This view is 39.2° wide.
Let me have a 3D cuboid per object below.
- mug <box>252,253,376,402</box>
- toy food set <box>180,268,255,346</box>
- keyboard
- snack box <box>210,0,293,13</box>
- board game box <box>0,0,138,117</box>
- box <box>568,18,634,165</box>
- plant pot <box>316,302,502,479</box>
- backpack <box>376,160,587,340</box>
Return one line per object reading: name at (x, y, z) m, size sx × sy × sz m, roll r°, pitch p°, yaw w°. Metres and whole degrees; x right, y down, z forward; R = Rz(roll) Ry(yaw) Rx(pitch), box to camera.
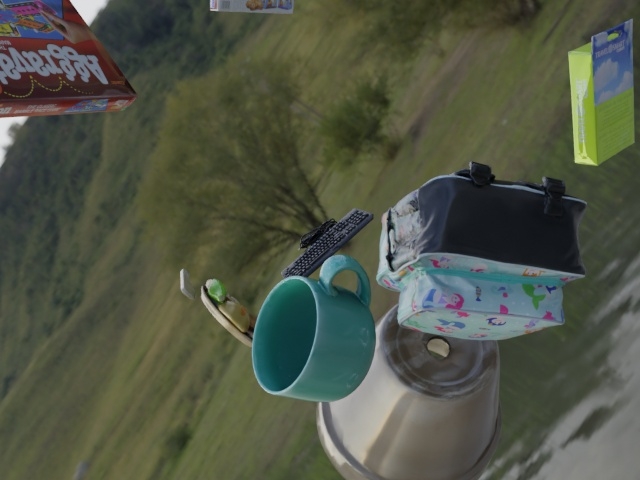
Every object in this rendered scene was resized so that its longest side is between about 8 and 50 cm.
mug at (0.007, 0.105, 0.969) m, size 0.157 × 0.097 × 0.130 m, roll -36°, pitch 47°, yaw 44°
toy food set at (-0.119, 0.104, 1.287) m, size 0.038 × 0.192 × 0.132 m, roll -45°, pitch 18°, yaw 2°
keyboard at (0.000, 0.000, 1.596) m, size 0.192 × 0.038 × 0.100 m, roll -41°, pitch 24°, yaw -18°
snack box at (-0.105, -0.395, 1.427) m, size 0.178 × 0.022 × 0.064 m, roll -15°, pitch -66°, yaw -50°
board game box at (-0.277, -0.169, 0.761) m, size 0.027 × 0.145 × 0.281 m, roll -36°, pitch -4°, yaw 22°
box at (0.388, -0.204, 1.234) m, size 0.109 × 0.042 × 0.178 m, roll -28°, pitch -61°, yaw -37°
plant pot at (0.169, 0.239, 1.485) m, size 0.323 × 0.323 × 0.280 m, roll -57°, pitch -12°, yaw -34°
backpack at (0.183, 0.025, 1.103) m, size 0.253 × 0.225 × 0.191 m, roll 158°, pitch 119°, yaw -75°
